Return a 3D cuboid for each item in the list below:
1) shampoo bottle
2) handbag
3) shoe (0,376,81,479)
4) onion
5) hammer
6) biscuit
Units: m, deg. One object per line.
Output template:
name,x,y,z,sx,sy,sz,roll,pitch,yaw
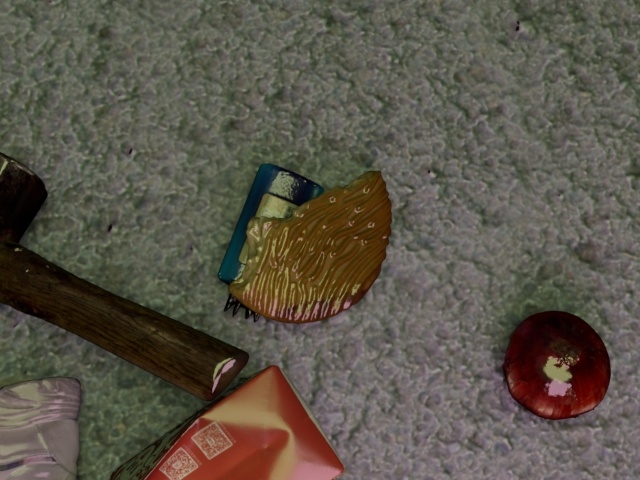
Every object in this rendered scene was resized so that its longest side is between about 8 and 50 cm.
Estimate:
shampoo bottle,-0.063,0.007,1.523,0.087,0.050,0.183,23,78,-12
handbag,-0.138,0.270,1.410,0.298,0.171,0.151,-31,86,-12
shoe,-0.380,0.231,1.423,0.245,0.095,0.138,-7,79,-17
onion,0.275,0.148,1.503,0.131,0.131,0.131,1,80,-7
hammer,-0.271,0.076,1.421,0.409,0.095,0.242,24,76,13
biscuit,0.000,0.000,1.509,0.176,0.031,0.228,35,74,-26
